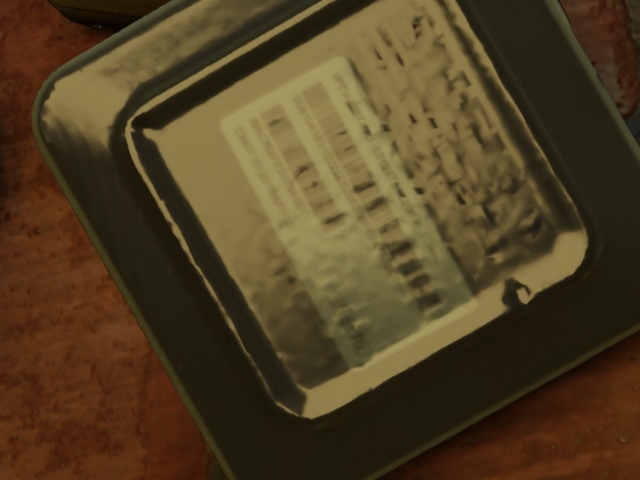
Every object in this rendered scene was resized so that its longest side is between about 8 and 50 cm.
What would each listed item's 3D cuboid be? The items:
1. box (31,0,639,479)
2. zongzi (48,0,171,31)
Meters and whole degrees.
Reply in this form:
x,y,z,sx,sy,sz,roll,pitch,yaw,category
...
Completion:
x,y,z,sx,sy,sz,roll,pitch,yaw,category
0.031,-0.037,1.339,0.373,0.090,0.367,-31,90,4,box
-0.084,-0.303,1.492,0.260,0.123,0.289,8,79,22,zongzi
